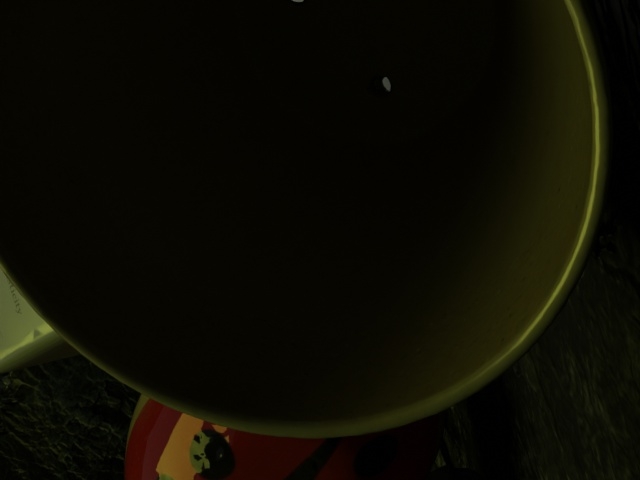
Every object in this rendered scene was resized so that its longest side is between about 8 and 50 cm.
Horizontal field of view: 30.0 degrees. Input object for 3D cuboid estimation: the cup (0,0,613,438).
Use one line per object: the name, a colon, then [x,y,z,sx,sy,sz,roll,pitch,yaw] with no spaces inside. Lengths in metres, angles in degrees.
cup: [-0.003,-0.097,0.653,0.237,0.331,0.331,-58,-44,-59]

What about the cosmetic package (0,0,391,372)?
cosmetic package: [-0.153,-0.092,1.189,0.394,0.327,0.329,-25,79,48]

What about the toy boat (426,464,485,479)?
toy boat: [0.175,0.347,1.248,0.318,0.148,0.267,63,-168,-62]

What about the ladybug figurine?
ladybug figurine: [-0.047,0.230,1.226,0.449,0.305,0.162,-57,9,33]
